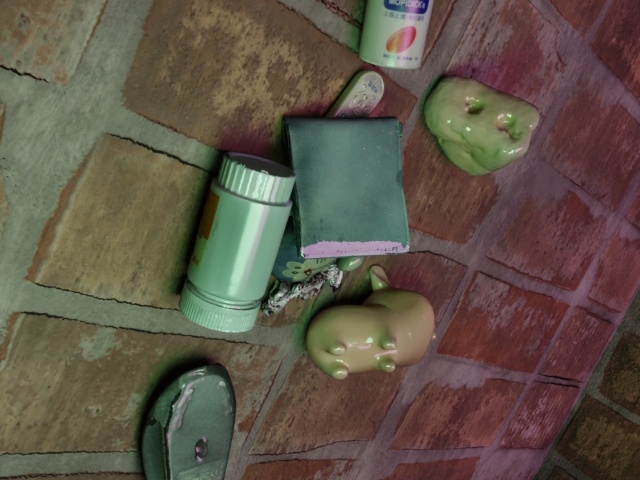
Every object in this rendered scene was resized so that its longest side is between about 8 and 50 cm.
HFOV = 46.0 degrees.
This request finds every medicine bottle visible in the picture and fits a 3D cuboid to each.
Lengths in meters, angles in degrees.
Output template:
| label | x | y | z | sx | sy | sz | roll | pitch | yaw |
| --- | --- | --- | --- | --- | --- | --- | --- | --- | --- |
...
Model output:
| label | x | y | z | sx | sy | sz | roll | pitch | yaw |
| --- | --- | --- | --- | --- | --- | --- | --- | --- | --- |
| medicine bottle | 0.163 | -0.512 | 1.444 | 0.130 | 0.130 | 0.341 | -12 | 122 | -40 |
| medicine bottle | -0.156 | 0.000 | 1.429 | 0.158 | 0.158 | 0.318 | 2 | 114 | -45 |

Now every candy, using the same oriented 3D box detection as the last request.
| label | x | y | z | sx | sy | sz | roll | pitch | yaw |
| --- | --- | --- | --- | --- | --- | --- | --- | --- | --- |
| candy | -0.036 | 0.107 | 1.704 | 0.226 | 0.051 | 0.094 | -21 | 138 | -33 |

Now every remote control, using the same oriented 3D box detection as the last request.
| label | x | y | z | sx | sy | sz | roll | pitch | yaw |
| --- | --- | --- | --- | --- | --- | --- | --- | --- | --- |
| remote control | 0.053 | -0.258 | 1.562 | 0.221 | 0.042 | 0.078 | -54 | 132 | -4 |

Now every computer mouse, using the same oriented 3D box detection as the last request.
| label | x | y | z | sx | sy | sz | roll | pitch | yaw |
| --- | --- | --- | --- | --- | --- | --- | --- | --- | --- |
| computer mouse | -0.284 | 0.419 | 1.604 | 0.203 | 0.114 | 0.374 | -5 | 110 | -40 |

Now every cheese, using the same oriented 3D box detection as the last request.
| label | x | y | z | sx | sy | sz | roll | pitch | yaw |
| --- | --- | --- | --- | --- | --- | --- | --- | --- | --- |
| cheese | 0.361 | -0.272 | 1.792 | 0.174 | 0.251 | 0.248 | -63 | 177 | -13 |

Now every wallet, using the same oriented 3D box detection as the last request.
| label | x | y | z | sx | sy | sz | roll | pitch | yaw |
| --- | --- | --- | --- | --- | --- | --- | --- | --- | --- |
| wallet | 0.057 | -0.110 | 1.488 | 0.251 | 0.054 | 0.290 | -4 | 81 | -22 |

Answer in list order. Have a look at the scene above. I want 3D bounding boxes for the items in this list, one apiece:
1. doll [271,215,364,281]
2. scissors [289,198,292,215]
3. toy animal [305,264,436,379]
| label | x | y | z | sx | sy | sz | roll | pitch | yaw |
| --- | --- | --- | --- | --- | --- | --- | --- | --- | --- |
| doll | 0.000 | 0.000 | 1.579 | 0.258 | 0.154 | 0.228 | -28 | 162 | -41 |
| scissors | -0.033 | -0.109 | 1.562 | 0.212 | 0.021 | 0.110 | -10 | 83 | -52 |
| toy animal | 0.123 | 0.222 | 1.814 | 0.326 | 0.269 | 0.237 | 1 | 118 | -10 |
